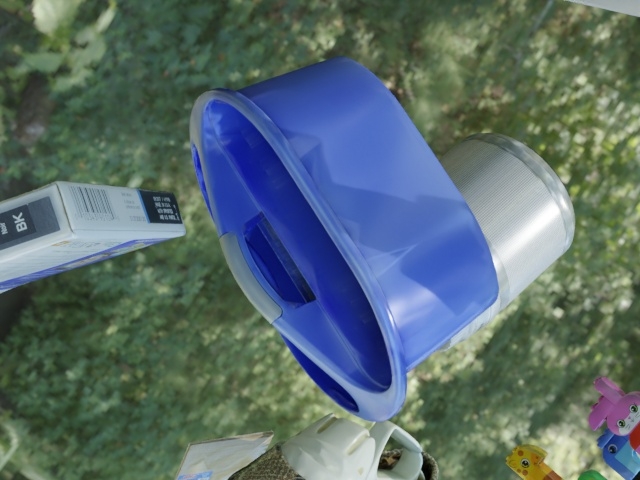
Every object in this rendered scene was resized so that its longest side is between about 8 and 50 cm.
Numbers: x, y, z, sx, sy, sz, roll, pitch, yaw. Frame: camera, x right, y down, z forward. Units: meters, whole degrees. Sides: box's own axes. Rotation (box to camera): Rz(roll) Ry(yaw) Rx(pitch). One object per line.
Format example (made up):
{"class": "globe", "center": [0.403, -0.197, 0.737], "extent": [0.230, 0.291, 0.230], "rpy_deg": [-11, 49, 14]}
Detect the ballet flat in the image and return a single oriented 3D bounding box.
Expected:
{"class": "ballet flat", "center": [0.035, 0.316, 1.439], "extent": [0.182, 0.164, 0.483], "rpy_deg": [-56, 151, 7]}

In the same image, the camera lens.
{"class": "camera lens", "center": [0.203, -0.003, 1.508], "extent": [0.274, 0.219, 0.219], "rpy_deg": [-39, 165, -22]}

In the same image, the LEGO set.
{"class": "LEGO set", "center": [0.210, 0.201, 0.927], "extent": [0.227, 0.093, 0.087], "rpy_deg": [-55, 158, 15]}

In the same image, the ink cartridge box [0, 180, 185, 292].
{"class": "ink cartridge box", "center": [-0.231, 0.009, 0.791], "extent": [0.208, 0.045, 0.206], "rpy_deg": [-19, 177, 12]}

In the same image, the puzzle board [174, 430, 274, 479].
{"class": "puzzle board", "center": [-0.135, 0.300, 1.468], "extent": [0.128, 0.011, 0.096], "rpy_deg": [-1, 133, -33]}

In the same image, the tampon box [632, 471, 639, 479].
{"class": "tampon box", "center": [0.396, 0.292, 1.082], "extent": [0.101, 0.161, 0.120], "rpy_deg": [-56, -151, 5]}

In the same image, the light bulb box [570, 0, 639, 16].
{"class": "light bulb box", "center": [0.460, -0.473, 1.223], "extent": [0.358, 0.225, 0.361], "rpy_deg": [-35, 136, -44]}

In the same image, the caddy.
{"class": "caddy", "center": [0.000, 0.000, 0.988], "extent": [0.179, 0.341, 0.241], "rpy_deg": [-28, 168, -23]}
